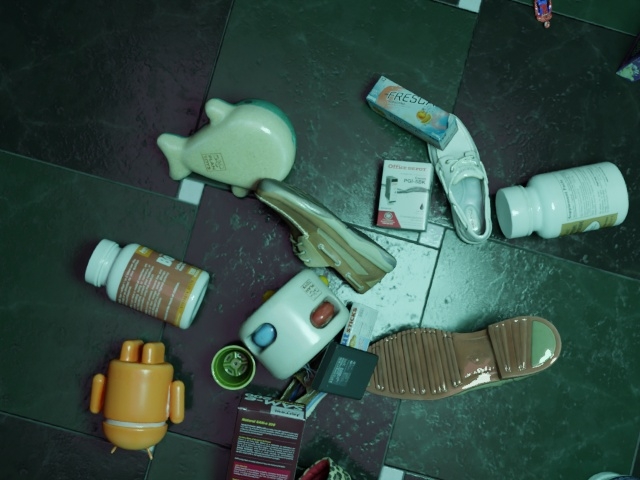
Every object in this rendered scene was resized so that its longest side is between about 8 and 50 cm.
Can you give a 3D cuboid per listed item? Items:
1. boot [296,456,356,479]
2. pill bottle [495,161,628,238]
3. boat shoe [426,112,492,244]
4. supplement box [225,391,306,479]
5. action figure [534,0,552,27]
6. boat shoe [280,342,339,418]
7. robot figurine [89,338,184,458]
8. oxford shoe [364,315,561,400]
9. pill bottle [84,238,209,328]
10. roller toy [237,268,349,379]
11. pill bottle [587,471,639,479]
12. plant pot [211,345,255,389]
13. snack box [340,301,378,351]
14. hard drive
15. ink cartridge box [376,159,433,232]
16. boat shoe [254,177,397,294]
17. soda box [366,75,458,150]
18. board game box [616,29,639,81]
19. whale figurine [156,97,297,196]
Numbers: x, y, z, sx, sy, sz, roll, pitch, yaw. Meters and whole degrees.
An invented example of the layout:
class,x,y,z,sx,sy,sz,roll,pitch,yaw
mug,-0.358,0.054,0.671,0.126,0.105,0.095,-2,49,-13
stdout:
class,x,y,z,sx,sy,sz,roll,pitch,yaw
boot,0.013,0.611,1.436,0.284,0.138,0.377,42,81,-21
pill bottle,0.474,-0.073,1.542,0.229,0.131,0.131,-11,87,-3
boat shoe,0.288,-0.131,1.553,0.098,0.096,0.277,-19,87,0
supplement box,-0.111,0.422,1.484,0.130,0.073,0.240,11,104,-2
action figure,0.460,-0.499,1.618,0.038,0.030,0.115,-12,89,-8
boat shoe,-0.018,0.275,1.519,0.066,0.066,0.183,36,85,-42
robot figurine,-0.351,0.301,1.484,0.158,0.128,0.220,7,85,-30
oxford shoe,0.269,0.244,1.514,0.396,0.146,0.141,-8,70,17
pill bottle,-0.334,0.078,1.499,0.216,0.121,0.121,22,86,-2
roller toy,-0.053,0.151,1.473,0.209,0.191,0.146,-42,89,-4
pill bottle,0.590,0.527,1.448,0.153,0.264,0.153,0,88,-3
plant pot,-0.167,0.244,1.519,0.083,0.079,0.083,0,87,-2
snack box,0.063,0.213,1.512,0.022,0.064,0.178,11,80,43
hard drive,0.049,0.247,1.464,0.135,0.022,0.094,24,89,-46
ink cartridge box,0.170,-0.089,1.556,0.099,0.056,0.135,5,86,13
boat shoe,0.000,0.000,1.492,0.324,0.123,0.116,35,97,-19
soda box,0.182,-0.252,1.541,0.183,0.063,0.058,34,86,22
board game box,0.725,-0.496,1.540,0.056,0.208,0.347,30,87,-4
whale figurine,-0.178,-0.190,1.526,0.271,0.141,0.216,-6,126,17
